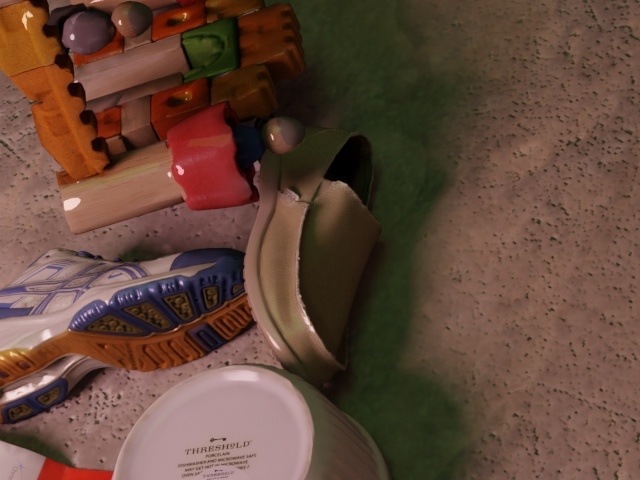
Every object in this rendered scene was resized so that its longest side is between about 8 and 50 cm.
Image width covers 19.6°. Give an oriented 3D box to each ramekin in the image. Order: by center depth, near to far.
[{"bbox_3d":[-0.058,0.189,1.385,0.207,0.109,0.207,-14,50,17],"label":"ramekin"}]

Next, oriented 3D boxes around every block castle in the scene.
[{"bbox_3d":[-0.150,-0.235,1.577,0.213,0.303,0.453,-16,33,5],"label":"block castle"}]

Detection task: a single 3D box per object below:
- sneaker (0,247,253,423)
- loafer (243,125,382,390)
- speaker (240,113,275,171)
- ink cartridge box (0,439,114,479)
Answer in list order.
[{"bbox_3d":[-0.190,0.047,1.566,0.296,0.112,0.131,-18,48,13],"label":"sneaker"},{"bbox_3d":[0.000,0.000,1.509,0.092,0.102,0.268,-20,47,21],"label":"loafer"},{"bbox_3d":[-0.107,-0.086,1.664,0.136,0.055,0.055,-3,54,26],"label":"speaker"},{"bbox_3d":[-0.277,0.248,1.492,0.232,0.066,0.189,-2,55,31],"label":"ink cartridge box"}]
